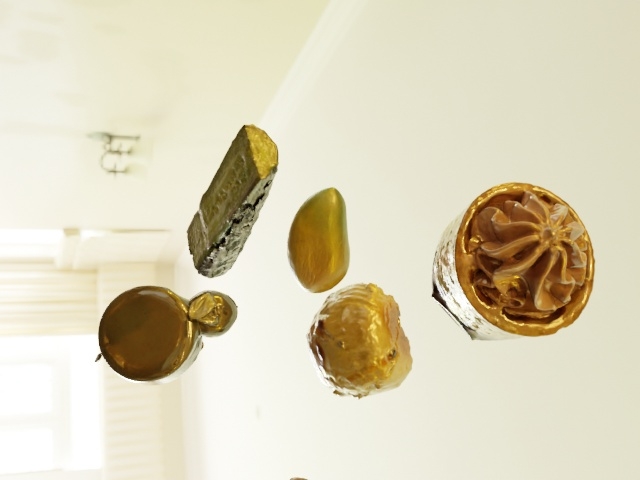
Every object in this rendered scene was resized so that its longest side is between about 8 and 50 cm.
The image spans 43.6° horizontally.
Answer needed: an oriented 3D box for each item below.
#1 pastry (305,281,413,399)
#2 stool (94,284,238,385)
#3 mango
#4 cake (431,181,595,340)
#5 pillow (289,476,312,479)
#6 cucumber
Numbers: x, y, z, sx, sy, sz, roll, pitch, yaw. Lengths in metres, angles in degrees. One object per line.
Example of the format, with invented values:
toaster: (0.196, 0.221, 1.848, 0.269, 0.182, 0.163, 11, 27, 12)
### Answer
pastry: (0.066, 0.235, 1.813, 0.236, 0.170, 0.256, -17, -92, 24)
stool: (-0.247, 0.160, 1.304, 0.139, 0.227, 0.153, 80, 11, -74)
mango: (-0.007, 0.002, 1.724, 0.091, 0.137, 0.238, -105, -172, -70)
cake: (0.248, 0.031, 0.978, 0.178, 0.185, 0.208, 156, -49, -82)
pillow: (0.025, 0.497, 1.280, 0.084, 0.236, 0.223, 87, 16, -48)
cucumber: (-0.092, -0.041, 0.927, 0.211, 0.062, 0.078, -51, -129, 46)
